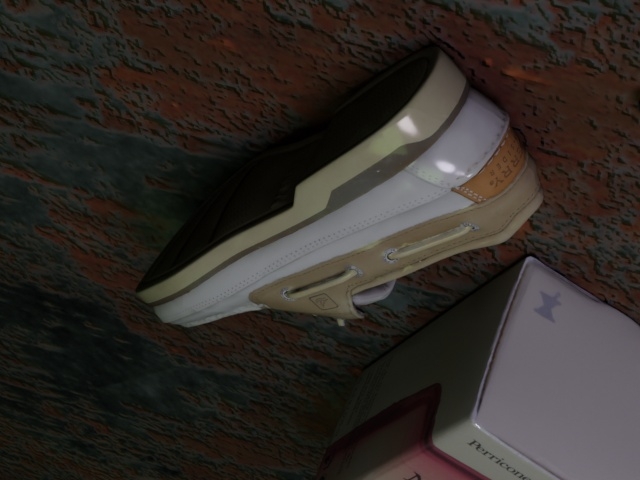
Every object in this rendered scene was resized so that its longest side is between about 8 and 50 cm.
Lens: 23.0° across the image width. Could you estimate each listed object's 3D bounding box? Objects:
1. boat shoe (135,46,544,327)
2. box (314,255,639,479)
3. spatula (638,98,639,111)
[{"bbox_3d":[0.000,0.000,0.917,0.103,0.113,0.302,43,143,-16],"label":"boat shoe"},{"bbox_3d":[0.115,0.135,1.020,0.148,0.127,0.232,32,147,-11],"label":"box"},{"bbox_3d":[0.264,0.034,0.808,0.030,0.084,0.296,-40,95,16],"label":"spatula"}]
